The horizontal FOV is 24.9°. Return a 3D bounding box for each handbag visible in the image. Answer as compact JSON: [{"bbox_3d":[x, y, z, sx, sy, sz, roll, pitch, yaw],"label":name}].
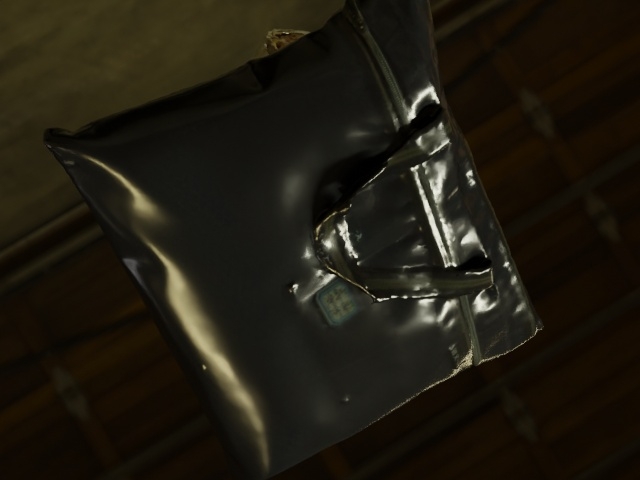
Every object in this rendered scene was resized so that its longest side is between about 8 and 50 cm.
[{"bbox_3d":[0.000,0.000,0.787,0.211,0.254,0.088,-26,-150,-3],"label":"handbag"}]

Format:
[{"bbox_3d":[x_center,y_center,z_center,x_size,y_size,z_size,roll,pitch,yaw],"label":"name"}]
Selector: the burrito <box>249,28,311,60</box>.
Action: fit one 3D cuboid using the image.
[{"bbox_3d":[-0.054,-0.064,1.082,0.087,0.060,0.226,25,99,-52],"label":"burrito"}]
